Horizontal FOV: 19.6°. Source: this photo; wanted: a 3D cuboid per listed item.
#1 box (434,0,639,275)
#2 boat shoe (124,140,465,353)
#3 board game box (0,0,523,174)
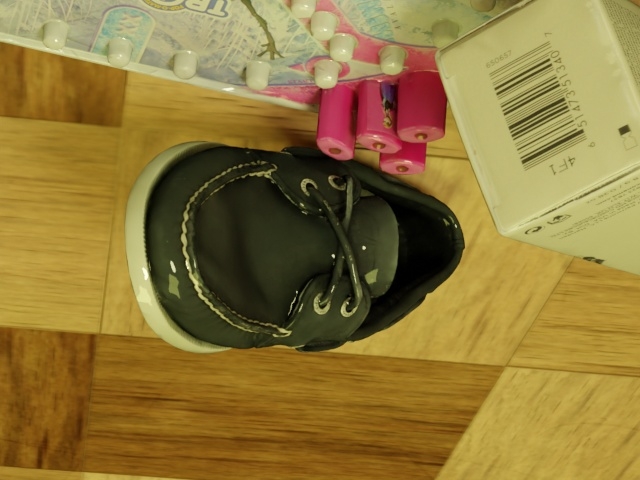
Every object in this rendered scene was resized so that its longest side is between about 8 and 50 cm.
[{"bbox_3d":[0.178,-0.049,1.006,0.094,0.113,0.275,-27,158,26],"label":"box"},{"bbox_3d":[0.001,0.004,1.110,0.113,0.127,0.340,-6,172,22],"label":"boat shoe"},{"bbox_3d":[-0.064,-0.170,0.908,0.390,0.050,0.390,12,152,-14],"label":"board game box"}]
